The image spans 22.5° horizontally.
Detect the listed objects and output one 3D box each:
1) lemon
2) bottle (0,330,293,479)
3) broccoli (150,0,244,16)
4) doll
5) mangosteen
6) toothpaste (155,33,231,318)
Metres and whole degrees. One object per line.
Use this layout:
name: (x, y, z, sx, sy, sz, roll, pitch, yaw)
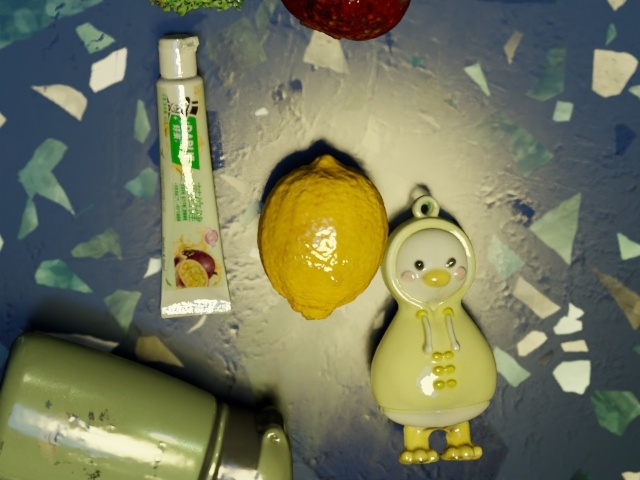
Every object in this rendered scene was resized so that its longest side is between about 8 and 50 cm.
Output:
lemon: (0.000, 0.000, 1.733, 0.142, 0.142, 0.187, 7, 108, -3)
bottle: (-0.190, 0.223, 1.764, 0.347, 0.168, 0.169, 18, 100, -9)
broccoli: (-0.137, -0.320, 1.638, 0.194, 0.194, 0.220, -26, 107, 4)
doll: (0.121, 0.099, 1.767, 0.141, 0.117, 0.296, -5, 102, -4)
mangosteen: (0.027, -0.299, 1.674, 0.145, 0.156, 0.181, 4, 96, 14)
toothpaste: (-0.148, -0.067, 1.764, 0.058, 0.056, 0.314, 8, 109, 38)
